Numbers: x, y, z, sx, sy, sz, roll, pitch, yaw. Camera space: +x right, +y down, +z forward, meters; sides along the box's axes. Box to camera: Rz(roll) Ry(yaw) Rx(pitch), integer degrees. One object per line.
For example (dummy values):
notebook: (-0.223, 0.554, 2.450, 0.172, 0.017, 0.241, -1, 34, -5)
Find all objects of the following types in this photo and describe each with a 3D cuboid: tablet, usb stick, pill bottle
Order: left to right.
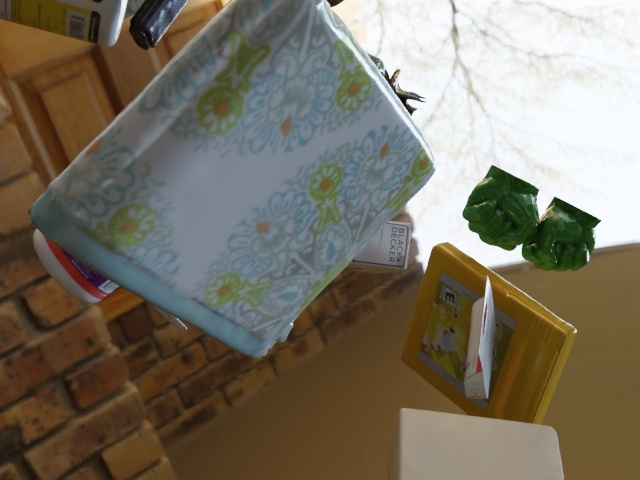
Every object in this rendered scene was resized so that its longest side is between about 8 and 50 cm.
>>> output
pill bottle: (-0.490, -0.455, 1.520, 0.334, 0.187, 0.188, 13, -157, -12)
pill bottle: (-0.363, -0.039, 1.708, 0.323, 0.181, 0.181, -38, -153, 1)
tablet: (-0.293, 0.148, 1.766, 0.006, 0.083, 0.054, -46, 180, -23)
usb stick: (-0.222, -0.436, 1.496, 0.045, 0.077, 0.278, 29, -104, 9)

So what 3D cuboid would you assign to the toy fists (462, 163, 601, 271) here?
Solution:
toy fists: (0.405, -0.028, 1.741, 0.279, 0.142, 0.096, 24, -169, -17)

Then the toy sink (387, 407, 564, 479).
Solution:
toy sink: (0.220, 0.355, 1.329, 0.234, 0.131, 0.152, 6, -136, -1)

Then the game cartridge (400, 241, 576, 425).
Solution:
game cartridge: (0.301, 0.200, 1.712, 0.053, 0.285, 0.324, -12, -144, -37)

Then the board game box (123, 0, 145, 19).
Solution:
board game box: (-0.379, -0.479, 1.756, 0.090, 0.090, 0.020, -14, -146, 32)

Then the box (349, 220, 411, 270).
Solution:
box: (0.000, 0.000, 1.648, 0.290, 0.087, 0.169, 7, 174, -16)

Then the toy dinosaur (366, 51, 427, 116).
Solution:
toy dinosaur: (0.086, -0.356, 1.988, 0.160, 0.313, 0.121, -34, -125, 20)

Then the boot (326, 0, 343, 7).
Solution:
boot: (0.016, -0.509, 1.554, 0.284, 0.109, 0.220, -14, -130, -5)

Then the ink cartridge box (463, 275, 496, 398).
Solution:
ink cartridge box: (0.257, 0.162, 1.498, 0.045, 0.179, 0.145, 1, -122, 19)

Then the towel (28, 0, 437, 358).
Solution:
towel: (-0.060, -0.057, 0.914, 0.320, 0.374, 0.090, -48, -124, 0)
